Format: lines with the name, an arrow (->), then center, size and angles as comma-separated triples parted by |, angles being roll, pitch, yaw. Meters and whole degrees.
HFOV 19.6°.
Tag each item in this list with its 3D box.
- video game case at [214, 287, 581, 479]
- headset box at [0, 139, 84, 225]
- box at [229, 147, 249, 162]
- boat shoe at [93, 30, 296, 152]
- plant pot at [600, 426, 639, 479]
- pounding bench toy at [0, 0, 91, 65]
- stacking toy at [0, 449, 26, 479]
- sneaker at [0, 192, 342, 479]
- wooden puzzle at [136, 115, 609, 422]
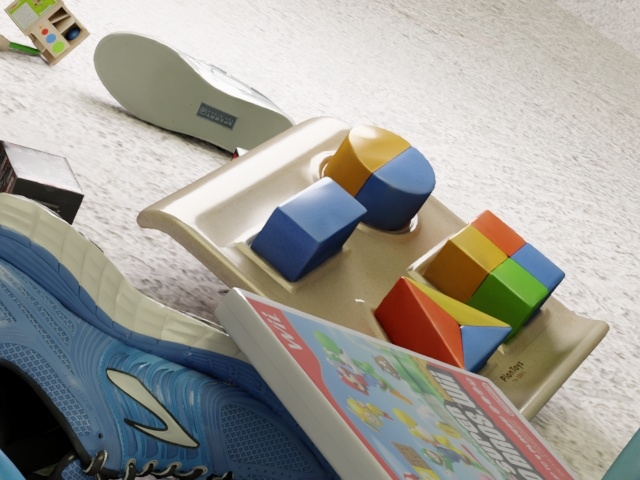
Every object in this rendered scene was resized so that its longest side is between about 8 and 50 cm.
video game case -> 0.079, 0.130, 1.170 | 0.285, 0.025, 0.204 | 22, 21, -48
headset box -> -0.236, -0.047, 1.540 | 0.062, 0.032, 0.083 | 14, 22, -28
box -> 0.000, 0.000, 1.697 | 0.159, 0.044, 0.233 | 19, 20, -18
boat shoe -> -0.129, -0.146, 1.893 | 0.227, 0.079, 0.081 | 27, 9, -11
plant pot -> 0.347, 0.199, 1.311 | 0.293, 0.235, 0.293 | 23, 19, -8
pounding bench toy -> -0.289, -0.211, 1.893 | 0.052, 0.083, 0.065 | 46, -4, 42
stacking toy -> -0.252, 0.195, 0.729 | 0.302, 0.166, 0.175 | -6, 51, -36
sneaker -> -0.128, 0.113, 1.143 | 0.330, 0.130, 0.147 | 33, 58, -23
wooden puzzle -> 0.064, 0.015, 1.557 | 0.348, 0.080, 0.322 | 36, 31, 12
